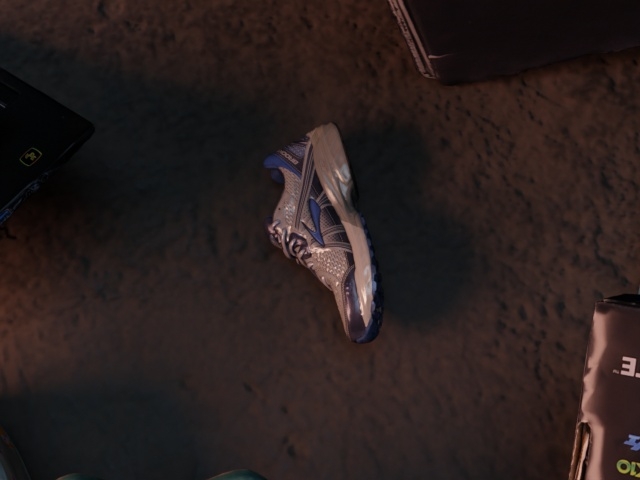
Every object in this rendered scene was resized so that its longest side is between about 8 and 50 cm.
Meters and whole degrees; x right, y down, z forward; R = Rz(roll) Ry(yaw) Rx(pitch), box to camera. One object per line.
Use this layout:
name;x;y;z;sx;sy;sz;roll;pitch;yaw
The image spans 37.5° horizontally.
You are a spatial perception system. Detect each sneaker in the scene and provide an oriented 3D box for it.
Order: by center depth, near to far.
sneaker;0.000;0.000;0.541;0.058;0.052;0.135;-16;63;4

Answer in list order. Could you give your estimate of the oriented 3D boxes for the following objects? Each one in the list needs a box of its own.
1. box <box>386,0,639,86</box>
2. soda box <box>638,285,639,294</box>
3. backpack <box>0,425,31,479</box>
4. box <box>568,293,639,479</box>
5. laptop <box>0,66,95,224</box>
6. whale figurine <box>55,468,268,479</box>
box;0.109;-0.394;0.412;0.298;0.472;0.479;-10;75;12
soda box;0.220;0.016;0.519;0.067;0.071;0.210;14;70;4
backpack;-0.227;0.147;0.432;0.188;0.144;0.165;-20;68;-17
box;0.235;0.186;0.357;0.296;0.073;0.293;8;93;25
laptop;-0.296;-0.046;0.462;0.234;0.136;0.264;31;70;35
whale figurine;-0.064;0.232;0.370;0.216;0.141;0.271;3;86;-12
